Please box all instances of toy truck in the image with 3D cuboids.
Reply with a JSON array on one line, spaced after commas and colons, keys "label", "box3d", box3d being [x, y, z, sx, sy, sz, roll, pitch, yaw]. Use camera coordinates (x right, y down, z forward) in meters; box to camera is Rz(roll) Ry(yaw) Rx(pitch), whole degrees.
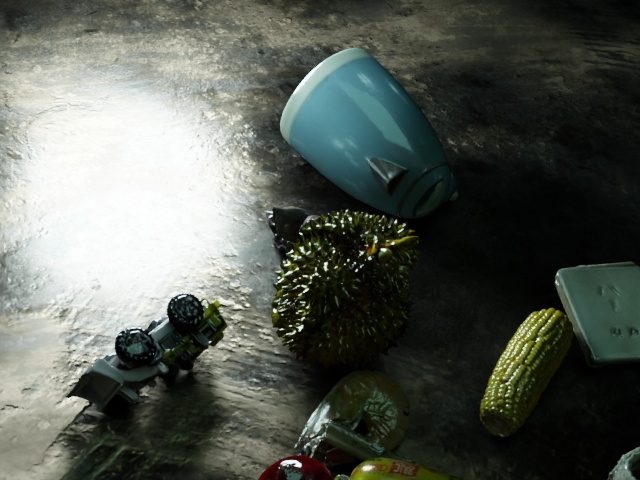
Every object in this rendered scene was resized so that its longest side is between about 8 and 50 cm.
[{"label": "toy truck", "box3d": [-0.272, 0.187, 1.876, 0.111, 0.136, 0.286, 49, 50, 6]}]

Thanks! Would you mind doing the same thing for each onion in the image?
[{"label": "onion", "box3d": [-0.039, 0.382, 1.734, 0.131, 0.131, 0.131, 8, 42, -7]}]

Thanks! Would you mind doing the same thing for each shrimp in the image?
[{"label": "shrimp", "box3d": [0.047, 0.309, 1.886, 0.145, 0.061, 0.267, 42, 45, 14]}]

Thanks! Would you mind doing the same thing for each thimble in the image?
[{"label": "thimble", "box3d": [0.534, 0.399, 1.901, 0.115, 0.090, 0.102, 12, 45, -6]}]

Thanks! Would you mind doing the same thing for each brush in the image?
[{"label": "brush", "box3d": [0.115, 0.360, 1.835, 0.248, 0.036, 0.043, 26, 32, -4]}]

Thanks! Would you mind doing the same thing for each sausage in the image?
[{"label": "sausage", "box3d": [0.186, 0.416, 1.756, 0.347, 0.123, 0.123, 18, 42, 2]}]

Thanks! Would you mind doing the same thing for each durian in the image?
[{"label": "durian", "box3d": [0.048, 0.078, 1.968, 0.258, 0.292, 0.258, 21, 18, -7]}]

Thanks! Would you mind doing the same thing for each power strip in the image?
[{"label": "power strip", "box3d": [0.545, 0.147, 2.194, 0.198, 0.064, 0.213, -2, 58, -20]}]

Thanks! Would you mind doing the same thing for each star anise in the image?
[{"label": "star anise", "box3d": [0.001, 0.000, 2.135, 0.231, 0.089, 0.209, 18, -4, 26]}]

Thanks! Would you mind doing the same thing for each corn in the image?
[{"label": "corn", "box3d": [0.363, 0.218, 2.041, 0.101, 0.101, 0.310, 30, 45, 16]}]

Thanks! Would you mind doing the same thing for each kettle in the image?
[{"label": "kettle", "box3d": [0.138, -0.187, 2.344, 0.342, 0.247, 0.319, 46, 24, 20]}]
